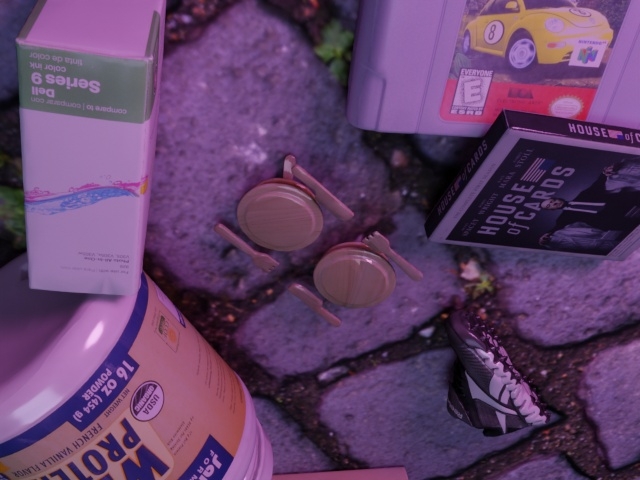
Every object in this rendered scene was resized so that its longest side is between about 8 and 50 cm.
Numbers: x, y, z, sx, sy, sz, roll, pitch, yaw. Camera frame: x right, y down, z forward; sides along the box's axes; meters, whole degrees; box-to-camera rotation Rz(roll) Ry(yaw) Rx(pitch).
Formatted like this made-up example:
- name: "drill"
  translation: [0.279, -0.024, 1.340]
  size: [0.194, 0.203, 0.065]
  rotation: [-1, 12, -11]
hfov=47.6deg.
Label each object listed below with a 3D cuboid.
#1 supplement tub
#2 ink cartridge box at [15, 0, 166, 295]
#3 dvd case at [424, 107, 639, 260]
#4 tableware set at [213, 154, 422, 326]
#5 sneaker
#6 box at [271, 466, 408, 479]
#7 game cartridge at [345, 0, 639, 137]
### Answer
- name: "supplement tub"
  translation: [-0.204, 0.172, 0.728]
  size: [0.228, 0.228, 0.316]
  rotation: [-25, 127, 11]
- name: "ink cartridge box"
  translation: [-0.177, -0.084, 0.578]
  size: [0.093, 0.154, 0.212]
  rotation: [4, 128, -11]
- name: "dvd case"
  translation: [0.245, -0.045, 0.712]
  size: [0.238, 0.030, 0.179]
  rotation: [5, 146, -15]
- name: "tableware set"
  translation: [0.000, 0.000, 0.746]
  size: [0.128, 0.039, 0.194]
  rotation: [-33, 120, 31]
- name: "sneaker"
  translation: [0.193, 0.176, 0.884]
  size: [0.106, 0.078, 0.234]
  rotation: [-32, 128, 13]
- name: "box"
  translation: [-0.027, 0.413, 0.997]
  size: [0.311, 0.148, 0.121]
  rotation: [-2, 127, -8]
- name: "game cartridge"
  translation: [0.177, -0.182, 0.620]
  size: [0.294, 0.060, 0.196]
  rotation: [1, 124, -9]
